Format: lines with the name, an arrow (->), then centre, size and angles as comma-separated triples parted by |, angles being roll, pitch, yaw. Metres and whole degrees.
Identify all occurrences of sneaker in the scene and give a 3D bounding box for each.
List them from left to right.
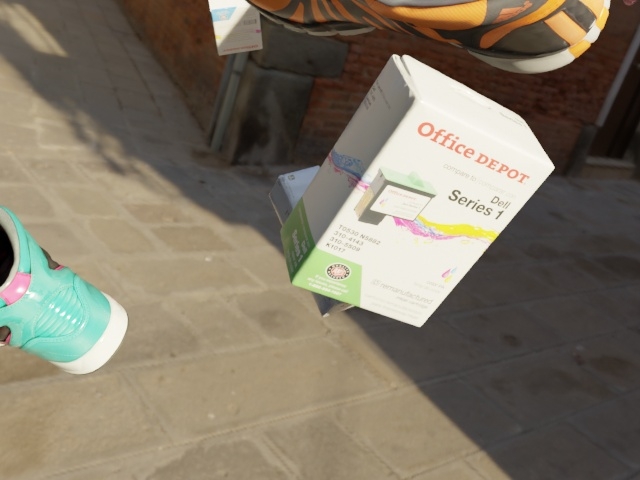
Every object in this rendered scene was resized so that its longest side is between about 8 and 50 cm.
sneaker -> -0.346, 0.041, 0.715 | 0.295, 0.124, 0.178 | 6, -32, 37
sneaker -> 0.022, -0.205, 0.472 | 0.321, 0.125, 0.180 | 19, 10, 30

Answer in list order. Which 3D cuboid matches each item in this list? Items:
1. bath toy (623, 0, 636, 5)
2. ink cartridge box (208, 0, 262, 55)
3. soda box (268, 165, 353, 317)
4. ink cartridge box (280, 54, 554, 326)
bath toy -> 0.536, -0.499, 1.230 | 0.348, 0.129, 0.151 | 37, -6, 21
ink cartridge box -> -0.167, -0.435, 1.392 | 0.092, 0.143, 0.090 | -9, 66, -6
soda box -> 0.000, 0.000, 1.080 | 0.073, 0.069, 0.216 | -18, 75, -24
ink cartridge box -> 0.107, -0.050, 0.867 | 0.201, 0.278, 0.117 | 20, 32, -24
